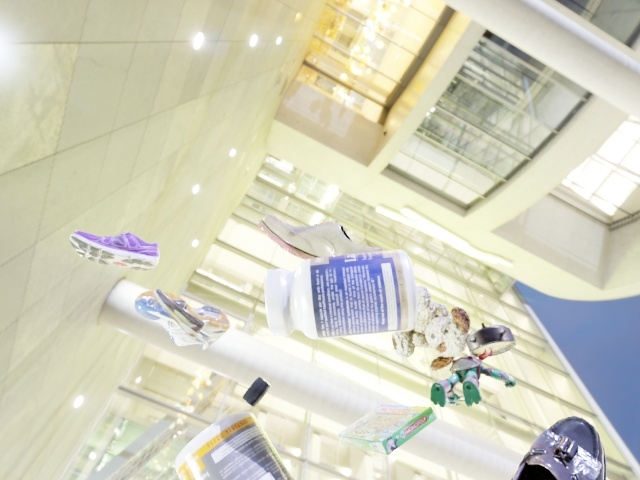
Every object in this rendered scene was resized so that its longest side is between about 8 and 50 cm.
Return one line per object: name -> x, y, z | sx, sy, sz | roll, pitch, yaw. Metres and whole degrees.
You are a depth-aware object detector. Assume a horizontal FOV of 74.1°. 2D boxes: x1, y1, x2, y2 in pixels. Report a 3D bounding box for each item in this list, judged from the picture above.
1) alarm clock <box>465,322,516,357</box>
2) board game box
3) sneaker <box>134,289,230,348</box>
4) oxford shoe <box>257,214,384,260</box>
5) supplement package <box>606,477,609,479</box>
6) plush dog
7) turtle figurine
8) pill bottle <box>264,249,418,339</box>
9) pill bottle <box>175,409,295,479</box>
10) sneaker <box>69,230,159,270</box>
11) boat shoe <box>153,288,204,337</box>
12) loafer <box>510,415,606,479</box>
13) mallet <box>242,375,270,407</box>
alarm clock -> 0.490, 0.294, 1.221 | 0.129, 0.192, 0.064 | -21, -129, 17
board game box -> 0.216, 0.629, 1.431 | 0.213, 0.046, 0.317 | -22, 171, -29
sneaker -> -0.396, 0.239, 1.186 | 0.131, 0.296, 0.112 | -49, -138, 11
oxford shoe -> 0.000, 0.000, 1.085 | 0.130, 0.348, 0.123 | -63, 164, 3
supplement package -> 0.618, 0.656, 0.973 | 0.149, 0.203, 0.194 | -26, -145, 28
plush dog -> 0.392, 0.301, 1.421 | 0.225, 0.210, 0.263 | 35, -66, 49
turtle figurine -> 0.362, 0.340, 1.030 | 0.175, 0.118, 0.234 | -38, 157, 30
pill bottle -> 0.037, 0.104, 0.794 | 0.153, 0.264, 0.153 | -6, 90, -89
pill bottle -> -0.117, 0.453, 0.727 | 0.162, 0.278, 0.162 | -33, 154, -18
sneaker -> -0.418, 0.012, 0.870 | 0.068, 0.169, 0.071 | -41, -140, 46
boat shoe -> -0.349, 0.171, 1.048 | 0.049, 0.152, 0.056 | -43, -179, -15
loafer -> 0.328, 0.370, 0.611 | 0.302, 0.095, 0.109 | -40, -142, -26
mallet -> -0.156, 0.360, 1.003 | 0.062, 0.039, 0.190 | -49, 175, -24
